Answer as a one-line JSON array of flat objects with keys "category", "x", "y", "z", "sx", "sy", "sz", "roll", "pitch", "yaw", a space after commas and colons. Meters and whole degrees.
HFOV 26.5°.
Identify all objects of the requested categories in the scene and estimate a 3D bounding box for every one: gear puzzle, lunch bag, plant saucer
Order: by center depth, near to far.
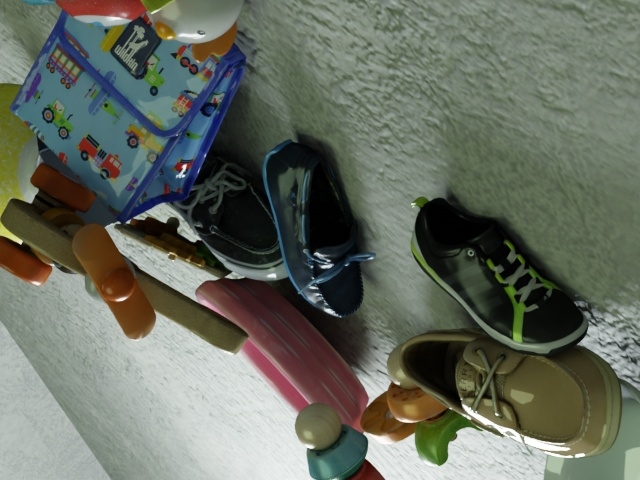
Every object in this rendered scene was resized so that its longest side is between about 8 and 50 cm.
[{"category": "lunch bag", "x": -0.218, "y": -0.207, "z": 1.666, "sx": 0.221, "sy": 0.138, "sz": 0.293, "roll": 44, "pitch": 127, "yaw": 14}, {"category": "gear puzzle", "x": -0.202, "y": 0.000, "z": 1.934, "sx": 0.175, "sy": 0.044, "sz": 0.339, "roll": 24, "pitch": -179, "yaw": -1}, {"category": "plant saucer", "x": -0.044, "y": 0.169, "z": 1.981, "sx": 0.332, "sy": 0.084, "sz": 0.332, "roll": 46, "pitch": 171, "yaw": 10}]

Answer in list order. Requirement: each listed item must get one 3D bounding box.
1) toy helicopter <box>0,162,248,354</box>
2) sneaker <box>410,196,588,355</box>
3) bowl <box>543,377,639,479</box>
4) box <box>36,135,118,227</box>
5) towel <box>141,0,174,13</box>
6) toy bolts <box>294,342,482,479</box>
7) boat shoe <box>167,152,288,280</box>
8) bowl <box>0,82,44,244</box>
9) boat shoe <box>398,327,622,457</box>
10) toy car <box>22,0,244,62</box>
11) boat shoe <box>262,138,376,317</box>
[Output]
[{"category": "toy helicopter", "x": -0.237, "y": 0.049, "z": 1.702, "sx": 0.355, "sy": 0.140, "sz": 0.235, "roll": 31, "pitch": 178, "yaw": -21}, {"category": "sneaker", "x": 0.179, "y": 0.033, "z": 1.439, "sx": 0.235, "sy": 0.084, "sz": 0.097, "roll": 34, "pitch": 151, "yaw": 29}, {"category": "bowl", "x": 0.347, "y": 0.292, "z": 1.411, "sx": 0.298, "sy": 0.134, "sz": 0.297, "roll": -175, "pitch": 90, "yaw": -75}, {"category": "box", "x": -0.325, "y": -0.135, "z": 1.932, "sx": 0.207, "sy": 0.108, "sz": 0.153, "roll": -113, "pitch": -2, "yaw": -57}, {"category": "towel", "x": -0.087, "y": -0.306, "z": 1.242, "sx": 0.102, "sy": 0.237, "sz": 0.021, "roll": 57, "pitch": -163, "yaw": -18}, {"category": "toy bolts", "x": 0.063, "y": 0.227, "z": 1.781, "sx": 0.158, "sy": 0.228, "sz": 0.218, "roll": 58, "pitch": 163, "yaw": -23}, {"category": "boat shoe", "x": -0.140, "y": -0.060, "z": 1.821, "sx": 0.306, "sy": 0.113, "sz": 0.105, "roll": 44, "pitch": 173, "yaw": 34}, {"category": "bowl", "x": -0.440, "y": -0.102, "z": 2.096, "sx": 0.156, "sy": 0.289, "sz": 0.289, "roll": 3, "pitch": 131, "yaw": 42}, {"category": "boat shoe", "x": 0.199, "y": 0.164, "z": 1.489, "sx": 0.341, "sy": 0.110, "sz": 0.121, "roll": -173, "pitch": 89, "yaw": -66}, {"category": "toy car", "x": -0.164, "y": -0.270, "z": 1.449, "sx": 0.219, "sy": 0.210, "sz": 0.238, "roll": 6, "pitch": 146, "yaw": 42}, {"category": "boat shoe", "x": 0.000, "y": 0.000, "z": 1.678, "sx": 0.089, "sy": 0.109, "sz": 0.258, "roll": 18, "pitch": 145, "yaw": 45}]
